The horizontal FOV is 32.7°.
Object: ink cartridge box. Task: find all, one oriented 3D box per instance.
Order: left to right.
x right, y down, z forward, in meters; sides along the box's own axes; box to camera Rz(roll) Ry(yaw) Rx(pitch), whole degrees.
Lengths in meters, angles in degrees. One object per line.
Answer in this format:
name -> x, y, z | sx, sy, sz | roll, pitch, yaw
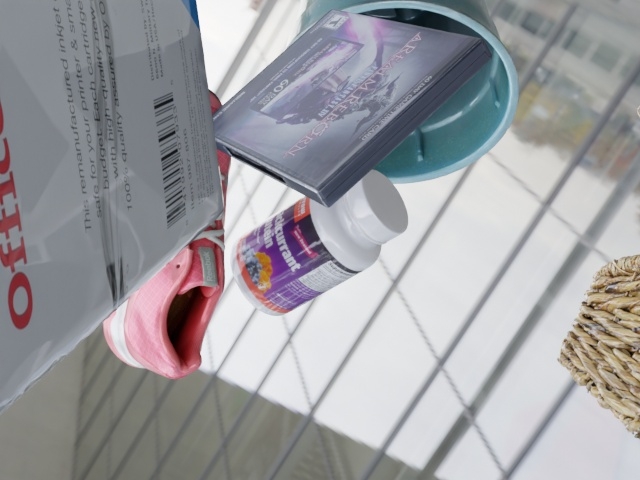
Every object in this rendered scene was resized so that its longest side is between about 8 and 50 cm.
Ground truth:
ink cartridge box -> -0.198, -0.099, 0.634 | 0.166, 0.285, 0.395 | -3, -166, 11

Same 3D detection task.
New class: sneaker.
sneaker -> -0.133, -0.003, 1.137 | 0.116, 0.313, 0.136 | 4, -169, -36

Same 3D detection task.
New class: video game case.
video game case -> 0.010, -0.134, 1.013 | 0.026, 0.196, 0.274 | 53, 169, -29

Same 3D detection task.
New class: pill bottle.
pill bottle -> 0.000, 0.000, 1.228 | 0.108, 0.193, 0.108 | 36, -143, -34

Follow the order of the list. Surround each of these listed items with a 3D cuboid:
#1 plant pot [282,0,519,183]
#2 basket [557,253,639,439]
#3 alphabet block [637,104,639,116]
plant pot -> 0.104, -0.319, 1.596 | 0.341, 0.341, 0.334 | 25, -134, -27
basket -> 0.437, 0.087, 1.176 | 0.299, 0.223, 0.213 | 11, -161, -22
alphabet block -> 0.480, -0.135, 1.102 | 0.192, 0.193, 0.197 | 28, -164, -17
